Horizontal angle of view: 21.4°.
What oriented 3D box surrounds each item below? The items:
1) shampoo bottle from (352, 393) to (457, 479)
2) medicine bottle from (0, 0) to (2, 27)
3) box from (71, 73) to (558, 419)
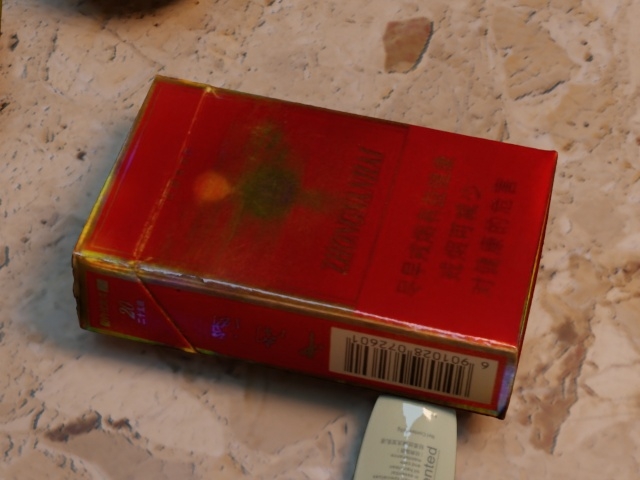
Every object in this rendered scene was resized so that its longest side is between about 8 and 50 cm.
[{"bbox_3d":[0.050,0.209,1.150,0.072,0.049,0.212,10,61,-1],"label":"shampoo bottle"},{"bbox_3d":[-0.306,-0.115,1.283,0.121,0.122,0.213,-2,60,-2],"label":"medicine bottle"},{"bbox_3d":[0.001,0.000,1.223,0.313,0.089,0.197,12,49,7],"label":"box"}]
